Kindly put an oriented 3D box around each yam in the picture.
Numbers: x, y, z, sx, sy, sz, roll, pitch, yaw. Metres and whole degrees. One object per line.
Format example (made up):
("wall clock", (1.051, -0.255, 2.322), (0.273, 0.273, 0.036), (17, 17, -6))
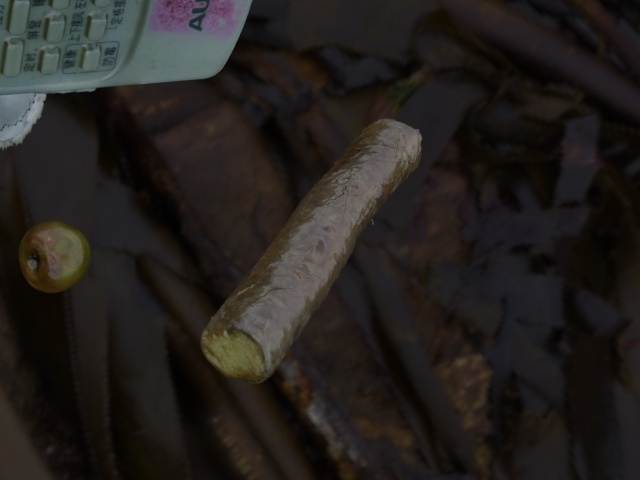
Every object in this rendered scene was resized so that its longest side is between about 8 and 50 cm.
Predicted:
("yam", (0.000, 0.000, 1.451), (0.081, 0.081, 0.356), (40, 45, -2))

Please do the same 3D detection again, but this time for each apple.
("apple", (-0.327, 0.021, 1.920), (0.074, 0.089, 0.089), (0, 64, -58))

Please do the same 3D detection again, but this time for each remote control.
("remote control", (-0.202, -0.149, 0.943), (0.344, 0.145, 0.050), (-8, 51, -25))

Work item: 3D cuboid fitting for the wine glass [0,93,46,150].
("wine glass", (-0.395, -0.171, 1.356), (0.321, 0.143, 0.143), (13, 61, 18))
